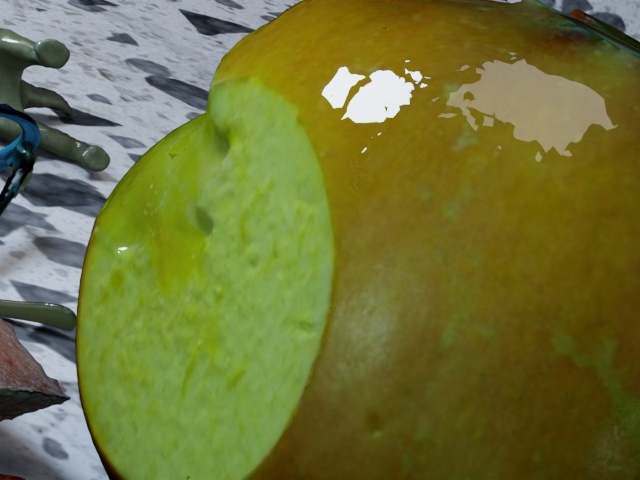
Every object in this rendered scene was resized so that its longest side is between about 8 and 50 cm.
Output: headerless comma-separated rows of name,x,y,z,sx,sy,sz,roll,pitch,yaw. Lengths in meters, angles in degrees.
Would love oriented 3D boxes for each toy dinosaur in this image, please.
toy dinosaur,-0.279,-0.142,1.487,0.162,0.077,0.294,15,-18,45

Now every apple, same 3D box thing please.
apple,0.058,0.028,1.002,0.384,0.374,0.374,27,19,18

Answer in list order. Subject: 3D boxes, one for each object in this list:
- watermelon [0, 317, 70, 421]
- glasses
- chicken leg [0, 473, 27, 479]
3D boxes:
watermelon,-0.261,0.036,1.015,0.256,0.140,0.193,35,17,13
glasses,-0.245,-0.026,1.209,0.207,0.102,0.239,32,21,33
chicken leg,-0.149,0.149,0.898,0.219,0.048,0.089,26,22,17
